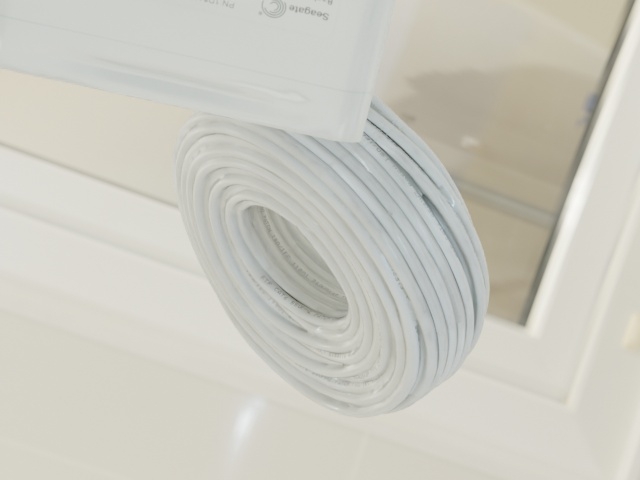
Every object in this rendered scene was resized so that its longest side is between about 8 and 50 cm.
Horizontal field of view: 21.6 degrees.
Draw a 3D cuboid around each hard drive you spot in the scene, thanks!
[{"bbox_3d":[-0.053,-0.236,0.892,0.047,0.233,0.353,-80,3,-59],"label":"hard drive"}]

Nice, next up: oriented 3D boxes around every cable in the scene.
[{"bbox_3d":[0.000,0.000,1.146,0.089,0.257,0.257,-39,-3,-28],"label":"cable"}]
